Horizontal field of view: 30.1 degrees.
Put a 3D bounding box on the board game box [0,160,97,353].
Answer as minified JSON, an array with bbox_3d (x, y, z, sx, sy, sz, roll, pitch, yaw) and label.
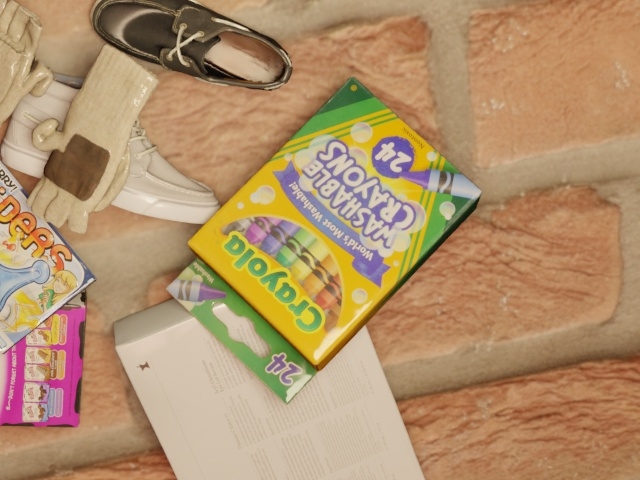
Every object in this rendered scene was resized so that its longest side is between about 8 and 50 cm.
[{"bbox_3d":[-0.368,0.009,1.343,0.136,0.035,0.201,-40,94,-13],"label":"board game box"}]

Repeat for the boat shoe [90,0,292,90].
[{"bbox_3d":[-0.142,-0.225,1.335,0.233,0.079,0.084,17,105,-14],"label":"boat shoe"}]

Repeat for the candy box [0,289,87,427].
[{"bbox_3d":[-0.398,0.134,1.404,0.233,0.071,0.159,3,106,-13],"label":"candy box"}]

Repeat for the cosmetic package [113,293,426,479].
[{"bbox_3d":[-0.053,0.221,1.485,0.284,0.097,0.377,-23,110,-5],"label":"cosmetic package"}]

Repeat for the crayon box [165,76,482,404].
[{"bbox_3d":[0.000,0.000,1.351,0.203,0.083,0.323,43,83,10],"label":"crayon box"}]

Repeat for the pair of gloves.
[{"bbox_3d":[-0.301,-0.135,1.281,0.240,0.042,0.204,26,102,13],"label":"pair of gloves"}]

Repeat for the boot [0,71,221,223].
[{"bbox_3d":[-0.223,-0.109,1.343,0.258,0.095,0.123,18,103,-10],"label":"boot"}]
